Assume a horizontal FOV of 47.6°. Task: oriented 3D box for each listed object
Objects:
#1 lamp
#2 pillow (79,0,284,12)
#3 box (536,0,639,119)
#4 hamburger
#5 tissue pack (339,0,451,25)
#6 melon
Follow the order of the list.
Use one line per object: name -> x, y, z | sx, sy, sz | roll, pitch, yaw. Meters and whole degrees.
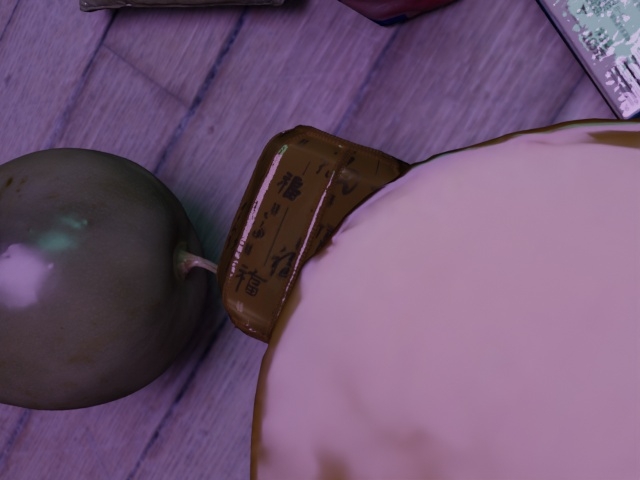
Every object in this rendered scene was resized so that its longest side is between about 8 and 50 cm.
lamp -> 0.000, 0.000, 0.637 | 0.161, 0.161, 0.185 | 22, 96, 28
pillow -> -0.147, -0.341, 0.787 | 0.302, 0.075, 0.185 | 8, 88, 28
box -> 0.247, -0.200, 0.559 | 0.139, 0.073, 0.194 | -34, 71, 22
hamburger -> 0.163, 0.137, 0.462 | 0.395, 0.277, 0.396 | -3, 82, 26
tissue pack -> 0.011, -0.319, 0.586 | 0.137, 0.269, 0.209 | -22, 74, 29
melon -> -0.256, 0.041, 0.716 | 0.308, 0.272, 0.272 | -33, 71, 15
